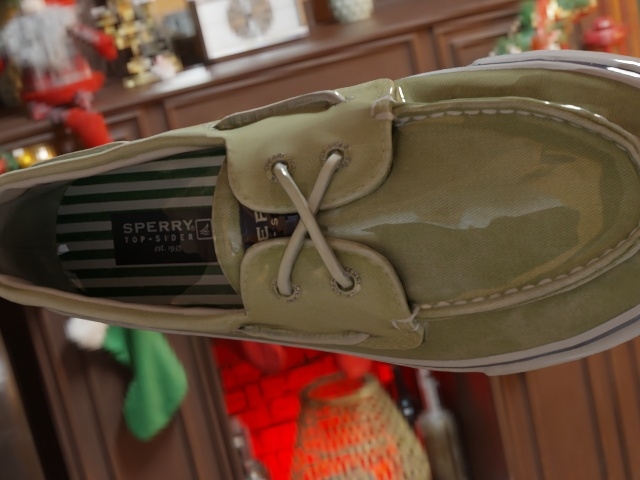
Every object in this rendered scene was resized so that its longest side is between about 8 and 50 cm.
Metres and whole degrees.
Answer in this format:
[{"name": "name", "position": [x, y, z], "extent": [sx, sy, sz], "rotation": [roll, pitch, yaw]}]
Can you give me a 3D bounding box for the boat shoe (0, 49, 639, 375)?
[{"name": "boat shoe", "position": [0.000, 0.000, 0.486], "extent": [0.302, 0.109, 0.094], "rotation": [-8, -1, 35]}]
